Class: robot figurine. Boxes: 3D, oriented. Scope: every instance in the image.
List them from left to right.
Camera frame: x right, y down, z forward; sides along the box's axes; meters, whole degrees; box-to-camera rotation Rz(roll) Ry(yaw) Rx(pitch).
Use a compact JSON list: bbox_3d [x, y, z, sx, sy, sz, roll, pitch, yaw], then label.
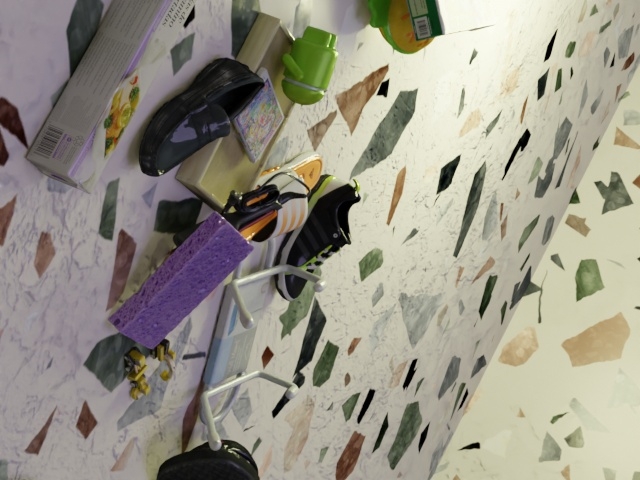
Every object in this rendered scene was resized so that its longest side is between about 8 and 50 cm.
[{"bbox_3d":[-0.016,-0.245,1.818,0.101,0.067,0.115,-12,122,-70],"label":"robot figurine"}]

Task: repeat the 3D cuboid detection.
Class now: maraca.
[{"bbox_3d":[0.136,-0.380,2.105,0.186,0.099,0.127,22,81,-52],"label":"maraca"}]

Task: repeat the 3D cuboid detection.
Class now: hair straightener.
[{"bbox_3d":[-0.108,-0.037,1.811,0.230,0.047,0.089,-25,155,-25],"label":"hair straightener"}]

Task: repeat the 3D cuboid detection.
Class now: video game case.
[{"bbox_3d":[-0.088,-0.175,1.793,0.087,0.011,0.122,-59,156,-20],"label":"video game case"}]

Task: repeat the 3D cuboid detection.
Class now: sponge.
[{"bbox_3d":[-0.189,0.058,1.761,0.210,0.031,0.117,-46,156,0],"label":"sponge"}]

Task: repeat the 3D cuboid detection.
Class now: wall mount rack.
[{"bbox_3d":[-0.113,0.169,2.004,0.304,0.130,0.350,-19,127,-62],"label":"wall mount rack"}]

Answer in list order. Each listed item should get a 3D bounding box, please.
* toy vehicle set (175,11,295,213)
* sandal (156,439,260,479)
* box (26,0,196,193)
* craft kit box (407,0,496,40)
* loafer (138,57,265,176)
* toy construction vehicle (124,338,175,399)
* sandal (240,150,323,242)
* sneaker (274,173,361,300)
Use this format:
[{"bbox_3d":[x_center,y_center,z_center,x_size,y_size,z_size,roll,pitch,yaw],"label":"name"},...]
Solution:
[{"bbox_3d":[-0.104,-0.173,1.825,0.267,0.035,0.166,-64,158,-9],"label":"toy vehicle set"},{"bbox_3d":[-0.171,0.410,2.116,0.446,0.167,0.107,87,7,-61],"label":"sandal"},{"bbox_3d":[-0.226,-0.211,1.469,0.324,0.067,0.063,-64,159,-11],"label":"box"},{"bbox_3d":[0.198,-0.458,2.076,0.246,0.061,0.250,-28,106,-62],"label":"craft kit box"},{"bbox_3d":[-0.155,-0.160,1.663,0.223,0.078,0.076,-51,152,-35],"label":"loafer"},{"bbox_3d":[-0.244,0.184,1.842,0.086,0.035,0.098,-45,149,-43],"label":"toy construction vehicle"},{"bbox_3d":[-0.045,-0.069,2.004,0.265,0.076,0.102,-40,145,-49],"label":"sandal"},{"bbox_3d":[0.000,0.000,2.145,0.084,0.097,0.234,10,101,-67],"label":"sneaker"}]
